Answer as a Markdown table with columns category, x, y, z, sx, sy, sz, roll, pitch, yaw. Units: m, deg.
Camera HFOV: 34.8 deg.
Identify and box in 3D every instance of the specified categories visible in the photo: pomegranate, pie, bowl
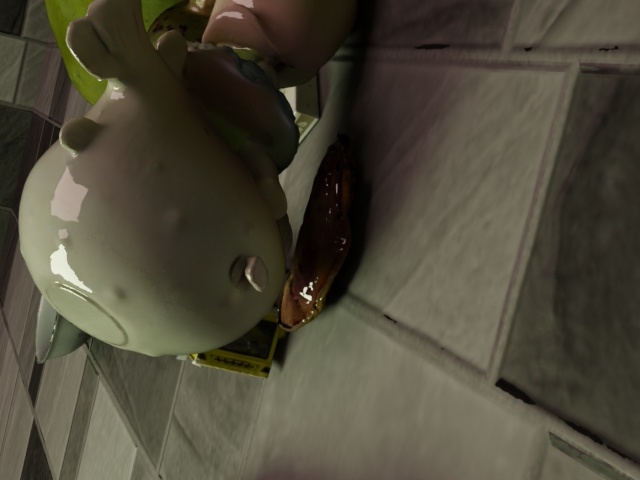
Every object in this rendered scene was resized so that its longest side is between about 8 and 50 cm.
| category | x | y | z | sx | sy | sz | roll | pitch | yaw |
| --- | --- | --- | --- | --- | --- | --- | --- | --- | --- |
| pomegranate | -0.112 | -0.173 | 0.948 | 0.130 | 0.130 | 0.130 | -168 | 90 | -67 |
| pie | 0.000 | 0.000 | 0.798 | 0.092 | 0.034 | 0.170 | -143 | 68 | -69 |
| bowl | -0.368 | 0.097 | 1.540 | 0.189 | 0.086 | 0.189 | -170 | 90 | -68 |

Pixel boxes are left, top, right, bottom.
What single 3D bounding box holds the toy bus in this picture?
| category | x | y | z | sx | sy | sz | roll | pitch | yaw |
| --- | --- | --- | --- | --- | --- | --- | --- | --- | --- |
| toy bus | -0.101 | 0.067 | 0.953 | 0.074 | 0.081 | 0.226 | -72 | 20 | 4 |

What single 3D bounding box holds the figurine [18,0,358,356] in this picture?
| category | x | y | z | sx | sy | sz | roll | pitch | yaw |
| --- | --- | --- | --- | --- | --- | --- | --- | --- | --- |
| figurine | -0.082 | -0.115 | 0.779 | 0.226 | 0.274 | 0.394 | 17 | 63 | 28 |

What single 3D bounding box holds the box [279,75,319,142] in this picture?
| category | x | y | z | sx | sy | sz | roll | pitch | yaw |
| --- | --- | --- | --- | --- | --- | --- | --- | --- | --- |
| box | -0.057 | -0.108 | 0.987 | 0.198 | 0.029 | 0.109 | -46 | 38 | 49 |

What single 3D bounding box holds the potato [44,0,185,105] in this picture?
| category | x | y | z | sx | sy | sz | roll | pitch | yaw |
| --- | --- | --- | --- | --- | --- | --- | --- | --- | --- |
| potato | -0.210 | -0.297 | 1.185 | 0.216 | 0.216 | 0.304 | -117 | 23 | -56 |
